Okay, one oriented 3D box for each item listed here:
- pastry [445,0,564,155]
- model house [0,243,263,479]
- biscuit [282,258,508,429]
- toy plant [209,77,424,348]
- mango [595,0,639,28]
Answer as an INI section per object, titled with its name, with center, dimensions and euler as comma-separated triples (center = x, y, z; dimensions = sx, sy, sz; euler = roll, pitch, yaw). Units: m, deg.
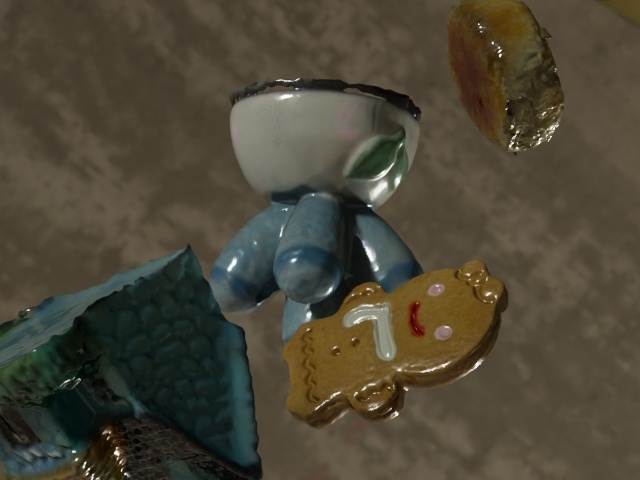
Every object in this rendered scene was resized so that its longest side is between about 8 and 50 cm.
[pastry]
center = 0.222, -0.208, 2.109
dimensions = 0.192, 0.093, 0.182
euler = -121, 15, -46
[model house]
center = -0.205, 0.172, 1.585
dimensions = 0.261, 0.226, 0.241
euler = -19, 105, 46
[biscuit]
center = 0.075, 0.102, 1.777
dimensions = 0.184, 0.249, 0.035
euler = -93, -22, -47
[toy plant]
center = 0.000, 0.000, 2.006
dimensions = 0.247, 0.332, 0.247
euler = 3, 167, 1
[mango]
center = 0.327, -0.297, 1.856
dimensions = 0.156, 0.114, 0.251
euler = 2, 149, 44
